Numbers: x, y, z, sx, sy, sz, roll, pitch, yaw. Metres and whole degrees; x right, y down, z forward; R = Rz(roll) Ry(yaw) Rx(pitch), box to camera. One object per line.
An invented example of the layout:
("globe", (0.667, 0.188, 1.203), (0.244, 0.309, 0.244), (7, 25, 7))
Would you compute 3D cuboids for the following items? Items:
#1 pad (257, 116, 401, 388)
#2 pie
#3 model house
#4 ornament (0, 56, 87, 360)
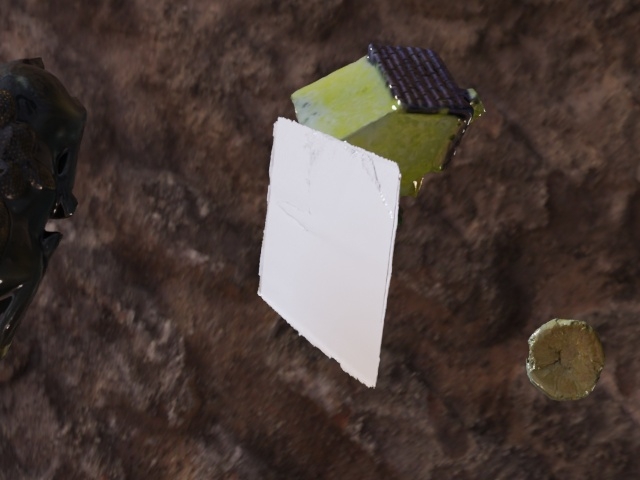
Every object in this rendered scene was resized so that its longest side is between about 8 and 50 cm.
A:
("pad", (0.000, 0.000, 0.869), (0.004, 0.232, 0.157), (0, -77, -23))
("pie", (0.246, 0.120, 1.189), (0.084, 0.020, 0.085), (0, -91, 5))
("model house", (0.095, -0.140, 1.472), (0.211, 0.194, 0.170), (-30, -58, 9))
("ornament", (-0.214, -0.067, 0.641), (0.080, 0.236, 0.202), (-2, -119, 20))
